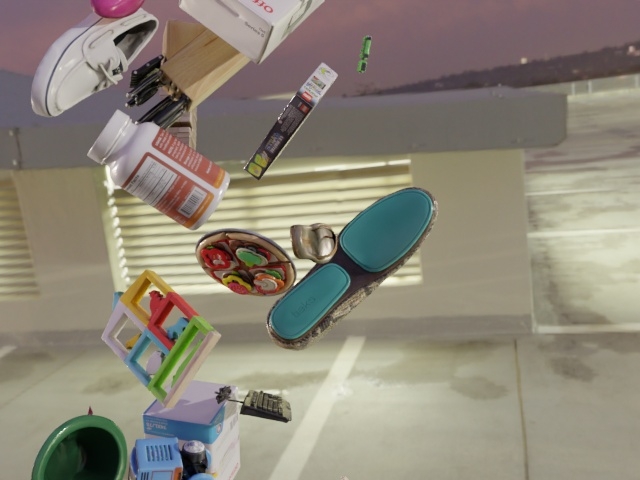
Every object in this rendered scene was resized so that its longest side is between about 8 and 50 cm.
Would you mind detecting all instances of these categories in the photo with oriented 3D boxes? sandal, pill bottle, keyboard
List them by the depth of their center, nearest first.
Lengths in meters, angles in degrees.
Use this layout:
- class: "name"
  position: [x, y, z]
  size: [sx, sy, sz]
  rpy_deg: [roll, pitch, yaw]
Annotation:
- class: "sandal"
  position: [0.000, 0.000, 1.085]
  size: [0.049, 0.072, 0.180]
  rpy_deg: [-14, -6, 18]
- class: "pill bottle"
  position: [-0.271, -0.120, 1.101]
  size: [0.216, 0.121, 0.121]
  rpy_deg: [34, -3, -20]
- class: "keyboard"
  position: [-0.170, 0.397, 1.623]
  size: [0.201, 0.033, 0.317]
  rpy_deg: [11, -8, -3]

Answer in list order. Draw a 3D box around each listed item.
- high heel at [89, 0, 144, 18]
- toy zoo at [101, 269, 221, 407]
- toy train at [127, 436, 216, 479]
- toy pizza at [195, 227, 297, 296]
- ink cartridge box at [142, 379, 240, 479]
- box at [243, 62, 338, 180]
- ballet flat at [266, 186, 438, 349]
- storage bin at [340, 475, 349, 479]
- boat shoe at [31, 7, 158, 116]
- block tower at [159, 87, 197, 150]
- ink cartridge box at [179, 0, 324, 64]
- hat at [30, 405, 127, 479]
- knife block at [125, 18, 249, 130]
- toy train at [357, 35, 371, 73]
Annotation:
- class: "high heel"
  position: [-0.271, -0.443, 1.031]
  size: [0.117, 0.082, 0.244]
  rpy_deg: [-27, 24, 47]
- class: "toy zoo"
  position: [-0.366, 0.197, 1.431]
  size: [0.293, 0.192, 0.030]
  rpy_deg: [38, 6, 29]
- class: "toy train"
  position: [-0.191, 0.332, 0.818]
  size: [0.105, 0.184, 0.080]
  rpy_deg: [5, 17, -19]
- class: "toy pizza"
  position: [-0.144, 0.052, 1.241]
  size: [0.201, 0.201, 0.032]
  rpy_deg: [-2, 47, 22]
- class: "ink cartridge box"
  position: [-0.346, 0.553, 1.797]
  size: [0.197, 0.270, 0.198]
  rpy_deg: [5, 18, 13]
- class: "box"
  position: [-0.053, -0.202, 1.132]
  size: [0.207, 0.036, 0.114]
  rpy_deg: [-46, 10, 46]
- class: "ballet flat"
  position: [0.077, 0.072, 1.517]
  size: [0.483, 0.164, 0.182]
  rpy_deg: [-44, -22, -2]
- class: "storage bin"
  position: [0.047, 0.656, 1.272]
  size: [0.123, 0.262, 0.260]
  rpy_deg: [-24, 27, 31]
- class: "boat shoe"
  position: [-0.349, -0.285, 1.038]
  size: [0.088, 0.096, 0.267]
  rpy_deg: [21, 51, 6]
- class: "block tower"
  position: [-0.390, -0.301, 1.787]
  size: [0.097, 0.335, 0.091]
  rpy_deg: [-1, -22, 0]
- class: "ink cartridge box"
  position: [-0.118, -0.508, 1.299]
  size: [0.273, 0.198, 0.115]
  rpy_deg: [-54, 1, -35]
- class: "hat"
  position: [-0.458, 0.379, 1.149]
  size: [0.183, 0.173, 0.208]
  rpy_deg: [2, -18, 36]
- class: "knife block"
  position: [-0.264, -0.326, 1.375]
  size: [0.275, 0.242, 0.088]
  rpy_deg: [2, -6, -19]
- class: "toy train"
  position: [0.096, -0.402, 1.413]
  size: [0.017, 0.083, 0.023]
  rpy_deg: [12, 0, -20]
